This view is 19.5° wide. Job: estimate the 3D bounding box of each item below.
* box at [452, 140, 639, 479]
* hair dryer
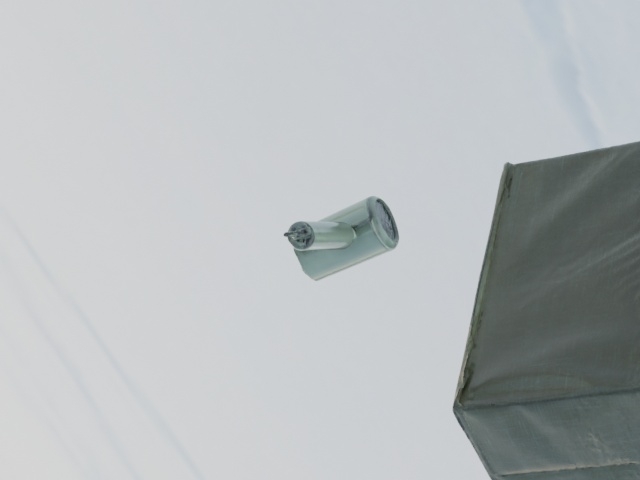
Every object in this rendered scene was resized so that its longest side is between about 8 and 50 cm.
[{"bbox_3d":[0.198,0.067,1.256,0.148,0.231,0.155,-8,131,26],"label":"box"},{"bbox_3d":[0.000,0.000,1.160,0.124,0.063,0.038,-2,-111,-68],"label":"hair dryer"}]
